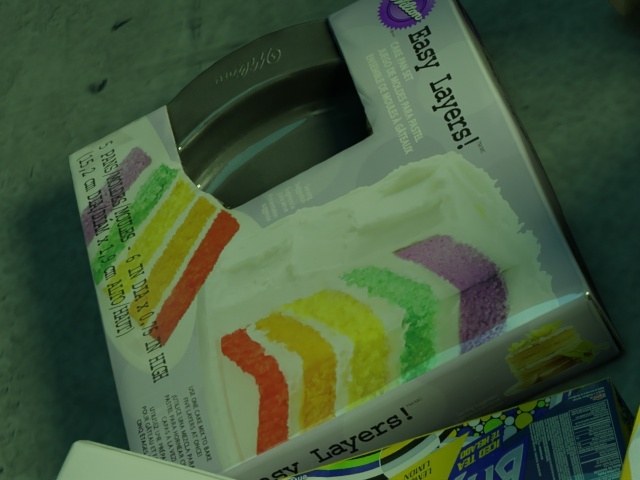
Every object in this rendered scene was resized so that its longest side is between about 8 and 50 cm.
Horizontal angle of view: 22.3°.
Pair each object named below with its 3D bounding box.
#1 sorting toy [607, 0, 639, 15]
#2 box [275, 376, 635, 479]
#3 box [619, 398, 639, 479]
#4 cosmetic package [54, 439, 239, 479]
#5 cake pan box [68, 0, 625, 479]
[{"bbox_3d":[0.258,-0.213,0.751,0.255,0.257,0.089,-37,73,-3],"label":"sorting toy"},{"bbox_3d":[0.066,0.121,0.741,0.169,0.059,0.054,-19,50,17],"label":"box"},{"bbox_3d":[0.248,0.167,0.533,0.290,0.177,0.279,4,62,31],"label":"box"},{"bbox_3d":[-0.036,0.231,0.612,0.138,0.225,0.224,8,64,33],"label":"cosmetic package"},{"bbox_3d":[0.000,0.000,0.858,0.245,0.070,0.267,-25,49,9],"label":"cake pan box"}]
